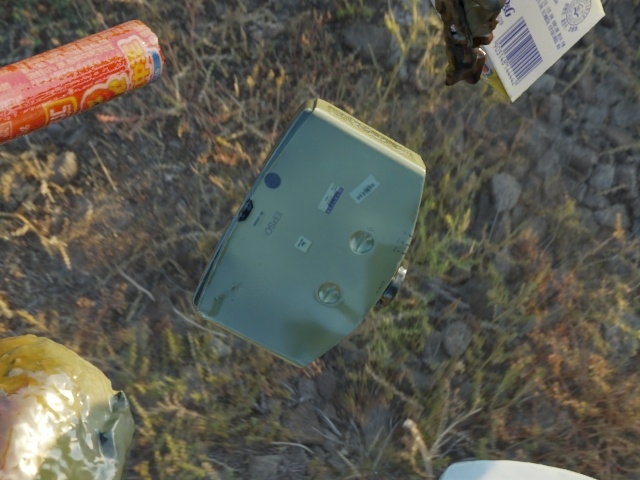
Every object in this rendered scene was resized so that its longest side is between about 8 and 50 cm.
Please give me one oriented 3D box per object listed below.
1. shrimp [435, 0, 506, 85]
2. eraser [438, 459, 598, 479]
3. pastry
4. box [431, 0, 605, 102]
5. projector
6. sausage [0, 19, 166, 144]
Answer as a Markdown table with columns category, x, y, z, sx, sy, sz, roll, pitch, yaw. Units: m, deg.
| category | x | y | z | sx | sy | sz | roll | pitch | yaw |
| --- | --- | --- | --- | --- | --- | --- | --- | --- | --- |
| shrimp | 0.046 | -0.163 | 0.452 | 0.117 | 0.262 | 0.066 | 27 | 72 | 14 |
| eraser | 0.172 | 0.284 | 0.838 | 0.189 | 0.290 | 0.104 | 12 | 61 | 5 |
| pastry | -0.278 | 0.226 | 0.778 | 0.136 | 0.330 | 0.329 | 31 | 77 | -30 |
| box | 0.212 | -0.309 | 1.135 | 0.168 | 0.265 | 0.097 | -44 | 50 | 0 |
| projector | 0.000 | 0.000 | 1.077 | 0.194 | 0.088 | 0.269 | 29 | 107 | -8 |
| sausage | -0.284 | -0.150 | 0.988 | 0.274 | 0.074 | 0.074 | -30 | 75 | -36 |
